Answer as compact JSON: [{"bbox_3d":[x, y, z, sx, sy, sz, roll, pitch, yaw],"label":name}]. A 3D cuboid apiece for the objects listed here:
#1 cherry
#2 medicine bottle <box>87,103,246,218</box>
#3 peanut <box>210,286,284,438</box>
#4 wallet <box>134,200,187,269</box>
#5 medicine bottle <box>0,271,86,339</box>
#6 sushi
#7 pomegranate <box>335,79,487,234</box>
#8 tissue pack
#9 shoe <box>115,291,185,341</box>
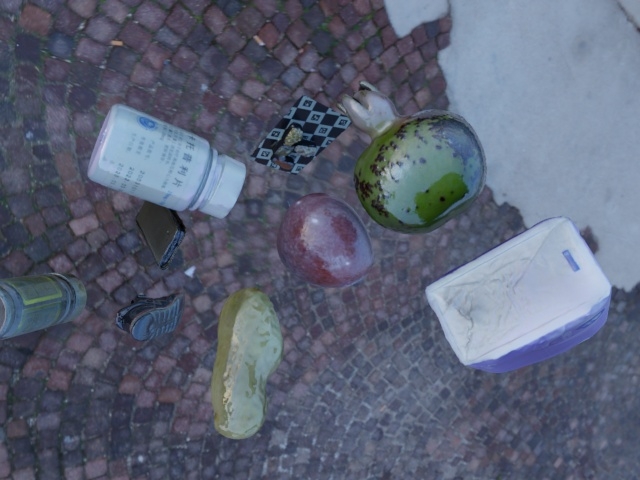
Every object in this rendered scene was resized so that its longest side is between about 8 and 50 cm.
[{"bbox_3d":[0.000,0.000,1.379,0.213,0.285,0.236,-40,159,-13],"label":"cherry"},{"bbox_3d":[-0.317,-0.154,1.161,0.293,0.170,0.170,22,96,-27],"label":"medicine bottle"},{"bbox_3d":[-0.151,0.253,1.175,0.148,0.148,0.318,18,62,-32],"label":"peanut"},{"bbox_3d":[-0.360,-0.032,1.241,0.031,0.198,0.110,19,110,-42],"label":"wallet"},{"bbox_3d":[-0.783,0.170,1.481,0.152,0.322,0.151,0,91,9],"label":"medicine bottle"},{"bbox_3d":[-0.058,-0.269,1.555,0.193,0.043,0.280,16,140,-39],"label":"sushi"},{"bbox_3d":[0.173,-0.184,1.144,0.285,0.285,0.340,-38,95,-12],"label":"pomegranate"},{"bbox_3d":[0.347,0.116,0.937,0.242,0.160,0.338,-30,154,16],"label":"tissue pack"},{"bbox_3d":[-0.532,0.230,1.739,0.291,0.137,0.114,-24,127,-69],"label":"shoe"}]
